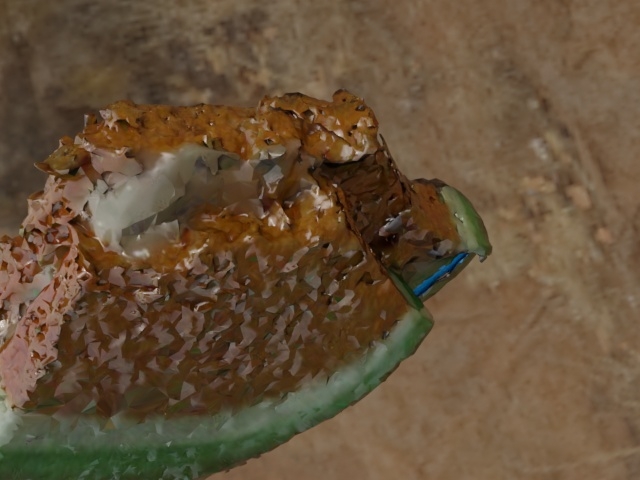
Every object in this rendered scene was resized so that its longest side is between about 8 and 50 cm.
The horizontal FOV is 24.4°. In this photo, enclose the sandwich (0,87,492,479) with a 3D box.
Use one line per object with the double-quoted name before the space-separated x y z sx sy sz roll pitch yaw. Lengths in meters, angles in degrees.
"sandwich" -0.033 0.023 0.574 0.079 0.235 0.159 59 144 37
